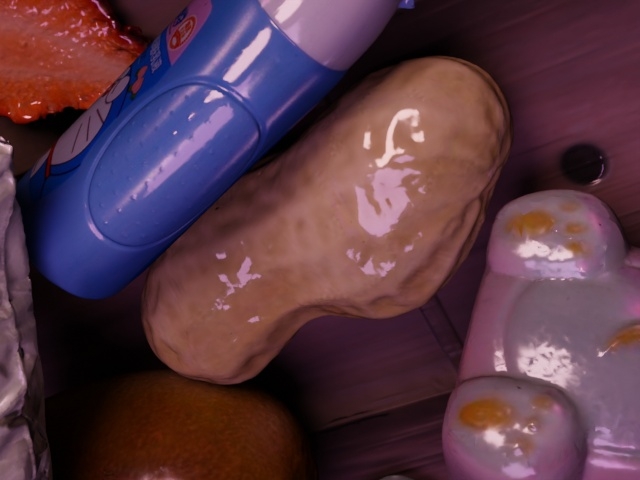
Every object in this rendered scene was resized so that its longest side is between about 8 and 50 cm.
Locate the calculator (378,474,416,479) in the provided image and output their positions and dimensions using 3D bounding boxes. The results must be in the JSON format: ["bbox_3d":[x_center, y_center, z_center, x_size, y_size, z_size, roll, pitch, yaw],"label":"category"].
[{"bbox_3d":[0.102,0.254,0.919,0.246,0.045,0.141,27,122,-4],"label":"calculator"}]

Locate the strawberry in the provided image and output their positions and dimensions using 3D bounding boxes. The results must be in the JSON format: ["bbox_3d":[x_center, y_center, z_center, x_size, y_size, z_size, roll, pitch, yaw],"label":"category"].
[{"bbox_3d":[-0.168,-0.118,0.762,0.152,0.048,0.104,17,117,-17],"label":"strawberry"}]

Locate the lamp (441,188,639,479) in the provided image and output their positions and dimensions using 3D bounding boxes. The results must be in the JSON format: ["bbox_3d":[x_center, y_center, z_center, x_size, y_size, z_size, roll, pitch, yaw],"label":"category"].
[{"bbox_3d":[0.232,0.109,0.726,0.301,0.247,0.247,11,153,15],"label":"lamp"}]

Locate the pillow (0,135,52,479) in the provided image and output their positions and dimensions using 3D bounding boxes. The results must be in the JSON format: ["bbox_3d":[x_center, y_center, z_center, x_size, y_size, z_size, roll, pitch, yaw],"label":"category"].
[{"bbox_3d":[-0.266,0.055,0.712,0.283,0.138,0.310,8,120,22],"label":"pillow"}]

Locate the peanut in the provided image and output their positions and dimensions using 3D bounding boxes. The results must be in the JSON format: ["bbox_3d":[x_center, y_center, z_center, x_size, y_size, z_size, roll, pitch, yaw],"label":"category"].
[{"bbox_3d":[0.000,0.000,0.753,0.274,0.111,0.125,-34,85,30],"label":"peanut"}]

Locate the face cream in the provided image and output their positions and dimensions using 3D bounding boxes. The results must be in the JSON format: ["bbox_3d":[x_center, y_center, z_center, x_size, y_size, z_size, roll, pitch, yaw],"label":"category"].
[{"bbox_3d":[-0.052,-0.081,0.690,0.083,0.149,0.264,41,110,-20],"label":"face cream"}]

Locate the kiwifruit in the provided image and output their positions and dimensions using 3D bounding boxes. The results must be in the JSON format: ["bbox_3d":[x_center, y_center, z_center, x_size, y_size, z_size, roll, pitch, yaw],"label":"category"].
[{"bbox_3d":[-0.116,0.180,0.842,0.234,0.196,0.196,-3,120,22],"label":"kiwifruit"}]
